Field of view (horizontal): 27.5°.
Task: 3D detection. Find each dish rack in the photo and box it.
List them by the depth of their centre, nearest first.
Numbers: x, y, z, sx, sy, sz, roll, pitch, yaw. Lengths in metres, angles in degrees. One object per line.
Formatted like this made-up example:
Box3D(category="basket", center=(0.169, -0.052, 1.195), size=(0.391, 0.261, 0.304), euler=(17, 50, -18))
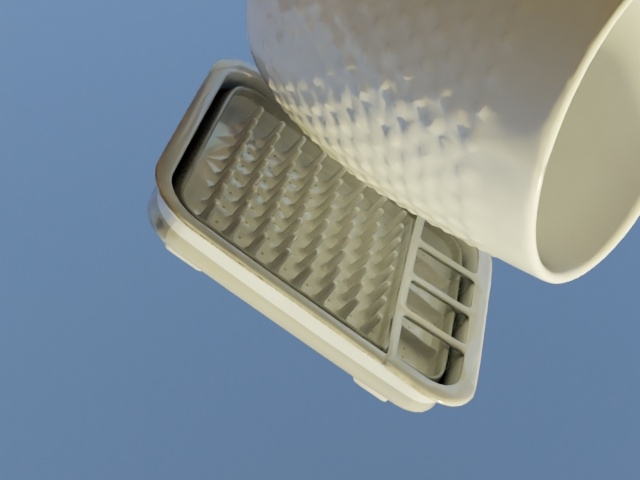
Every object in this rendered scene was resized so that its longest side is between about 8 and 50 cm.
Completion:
Box3D(category="dish rack", center=(0.000, 0.000, 1.173), size=(0.333, 0.072, 0.285), euler=(36, -147, -12))

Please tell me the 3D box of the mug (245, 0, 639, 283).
Box3D(category="mug", center=(0.123, -0.132, 1.112), size=(0.328, 0.374, 0.276), euler=(29, -111, 29))
